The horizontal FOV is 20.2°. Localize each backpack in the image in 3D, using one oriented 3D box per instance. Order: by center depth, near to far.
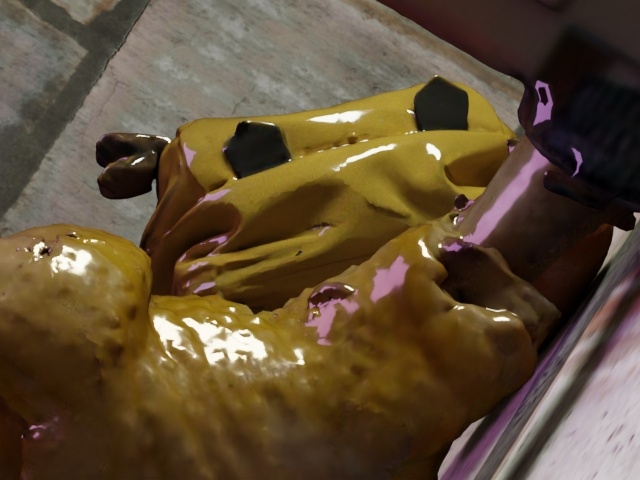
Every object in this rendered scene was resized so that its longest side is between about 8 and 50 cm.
[{"bbox_3d":[0.000,0.006,1.477,0.378,0.354,0.201,114,145,-63],"label":"backpack"}]

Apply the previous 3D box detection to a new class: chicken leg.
[{"bbox_3d":[-0.031,0.065,0.762,0.409,0.295,0.182,-45,18,8],"label":"chicken leg"}]

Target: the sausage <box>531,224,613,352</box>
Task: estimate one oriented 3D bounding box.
[{"bbox_3d":[0.092,0.036,0.973,0.197,0.076,0.076,-56,-2,39],"label":"sausage"}]

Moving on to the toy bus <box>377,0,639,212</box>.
[{"bbox_3d":[0.026,-0.087,0.353,0.090,0.274,0.112,-59,-3,17],"label":"toy bus"}]
